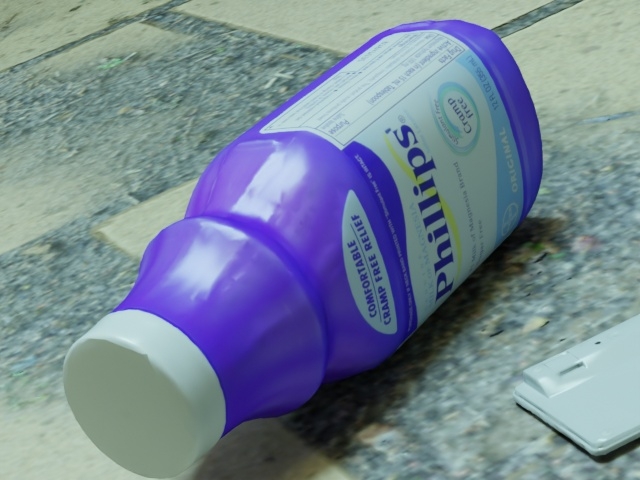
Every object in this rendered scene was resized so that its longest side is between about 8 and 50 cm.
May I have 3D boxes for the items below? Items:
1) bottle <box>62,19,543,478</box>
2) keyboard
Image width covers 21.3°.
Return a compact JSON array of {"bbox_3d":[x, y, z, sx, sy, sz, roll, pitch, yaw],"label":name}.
[{"bbox_3d":[0.000,0.000,0.752,0.092,0.118,0.283,-2,26,37],"label":"bottle"},{"bbox_3d":[0.202,0.020,0.687,0.256,0.014,0.072,-24,27,-14],"label":"keyboard"}]
